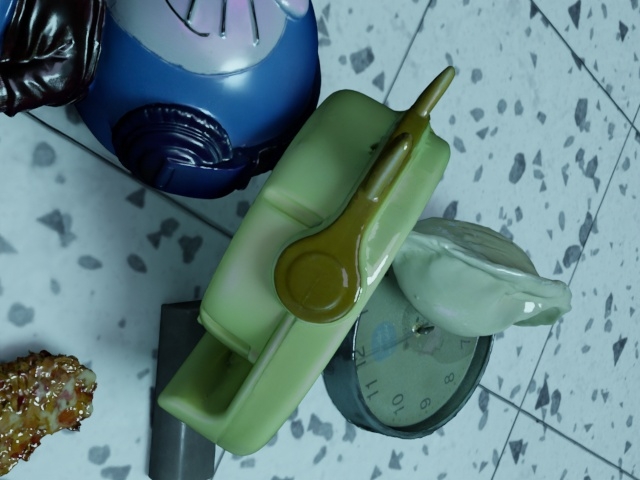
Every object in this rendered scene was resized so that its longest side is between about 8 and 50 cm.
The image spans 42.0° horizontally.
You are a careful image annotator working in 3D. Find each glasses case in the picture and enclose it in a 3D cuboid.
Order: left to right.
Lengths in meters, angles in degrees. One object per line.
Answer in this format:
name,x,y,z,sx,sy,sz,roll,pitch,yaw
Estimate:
glasses case,-0.134,0.157,0.862,0.072,0.042,0.191,-1,99,-48

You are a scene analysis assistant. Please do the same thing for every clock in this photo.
clock,0.000,0.000,0.732,0.348,0.117,0.286,-60,178,39
clock,0.120,0.114,1.056,0.280,0.055,0.281,-9,103,-39

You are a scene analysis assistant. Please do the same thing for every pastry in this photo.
pastry,-0.280,0.150,0.726,0.169,0.063,0.087,-27,124,-39

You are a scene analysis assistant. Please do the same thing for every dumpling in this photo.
dumpling,0.179,0.039,0.937,0.252,0.179,0.131,39,73,-39

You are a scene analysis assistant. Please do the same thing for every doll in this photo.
doll,-0.141,-0.170,0.675,0.309,0.240,0.284,5,57,-26
